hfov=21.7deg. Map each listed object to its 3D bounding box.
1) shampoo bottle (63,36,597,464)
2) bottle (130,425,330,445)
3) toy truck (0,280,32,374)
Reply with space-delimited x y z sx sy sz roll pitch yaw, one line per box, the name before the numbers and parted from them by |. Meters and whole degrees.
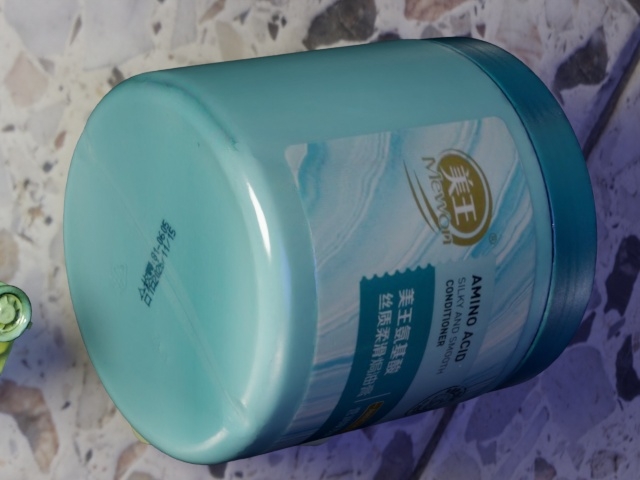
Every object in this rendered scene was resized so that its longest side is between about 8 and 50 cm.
shampoo bottle | 0.000 0.000 1.429 0.343 0.331 0.331 -10 104 -37
bottle | -0.078 0.157 1.560 0.201 0.072 0.072 6 94 -40
toy truck | -0.360 0.052 1.267 0.259 0.128 0.135 30 80 -39
